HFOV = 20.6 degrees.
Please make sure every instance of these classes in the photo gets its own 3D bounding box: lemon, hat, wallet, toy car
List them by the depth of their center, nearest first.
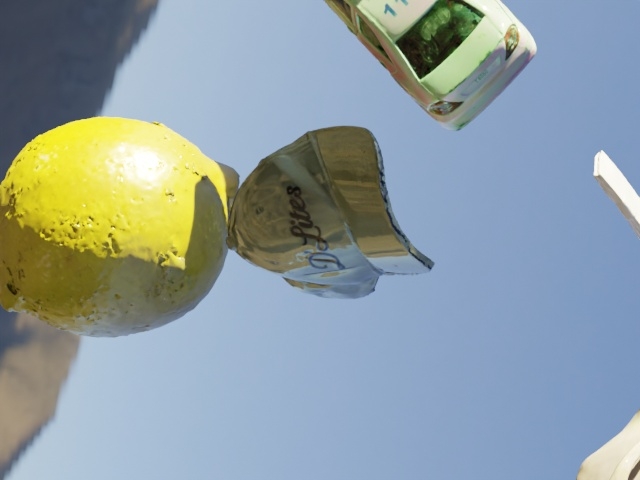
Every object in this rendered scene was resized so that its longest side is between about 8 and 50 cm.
[{"bbox_3d":[0.006,-0.002,1.046,0.166,0.081,0.122,6,-52,59],"label":"hat"},{"bbox_3d":[0.053,-0.172,1.213,0.090,0.076,0.224,-45,-126,9],"label":"toy car"},{"bbox_3d":[-0.157,-0.012,1.357,0.173,0.206,0.173,164,-90,-85],"label":"lemon"},{"bbox_3d":[0.256,-0.034,1.475,0.011,0.083,0.044,-30,-160,26],"label":"wallet"}]

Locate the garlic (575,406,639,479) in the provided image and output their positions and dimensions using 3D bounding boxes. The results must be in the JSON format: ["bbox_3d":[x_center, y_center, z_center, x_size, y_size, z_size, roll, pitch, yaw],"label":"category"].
[{"bbox_3d":[0.285,0.264,1.350,0.246,0.231,0.340,-33,-114,20],"label":"garlic"}]
